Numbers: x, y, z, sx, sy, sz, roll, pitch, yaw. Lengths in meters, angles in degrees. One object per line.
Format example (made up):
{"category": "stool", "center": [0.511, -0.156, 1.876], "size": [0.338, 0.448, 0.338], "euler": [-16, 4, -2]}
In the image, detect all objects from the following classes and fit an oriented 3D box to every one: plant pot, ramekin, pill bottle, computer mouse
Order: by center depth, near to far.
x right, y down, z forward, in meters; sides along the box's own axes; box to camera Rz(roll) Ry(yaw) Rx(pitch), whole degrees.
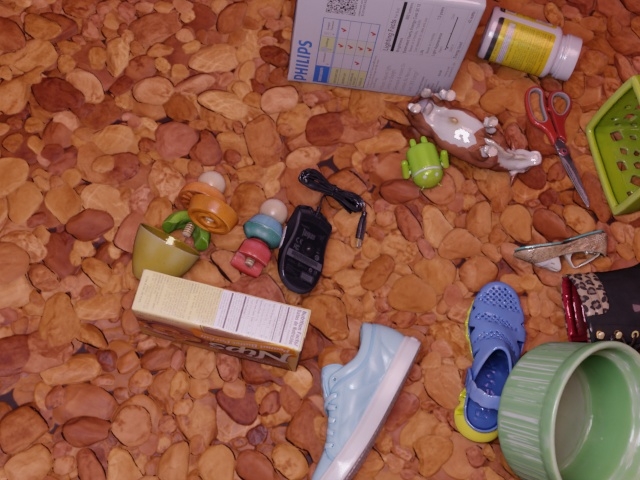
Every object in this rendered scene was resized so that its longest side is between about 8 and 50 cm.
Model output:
{"category": "ramekin", "center": [0.464, 0.327, 1.655], "size": [0.303, 0.148, 0.303], "euler": [-1, 92, -35]}
{"category": "plant pot", "center": [-0.317, 0.039, 1.783], "size": [0.134, 0.134, 0.095], "euler": [29, 92, 6]}
{"category": "computer mouse", "center": [0.000, 0.000, 1.841], "size": [0.184, 0.060, 0.262], "euler": [23, 67, -28]}
{"category": "plant pot", "center": [0.722, -0.203, 1.904], "size": [0.207, 0.228, 0.227], "euler": [-6, 69, -13]}
{"category": "pill bottle", "center": [0.465, -0.434, 2.019], "size": [0.208, 0.119, 0.119], "euler": [19, 69, 3]}

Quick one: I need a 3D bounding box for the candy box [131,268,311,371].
{"category": "candy box", "center": [-0.183, 0.154, 1.711], "size": [0.316, 0.183, 0.088], "euler": [13, 70, 0]}

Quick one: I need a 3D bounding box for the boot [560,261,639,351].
{"category": "boot", "center": [0.650, 0.204, 1.785], "size": [0.284, 0.138, 0.377], "euler": [-5, 66, -8]}

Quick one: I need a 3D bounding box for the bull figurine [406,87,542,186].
{"category": "bull figurine", "center": [0.315, -0.221, 1.905], "size": [0.310, 0.188, 0.101], "euler": [27, 85, 12]}

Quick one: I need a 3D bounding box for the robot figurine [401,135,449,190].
{"category": "robot figurine", "center": [0.221, -0.162, 1.924], "size": [0.101, 0.067, 0.115], "euler": [-13, 71, 0]}

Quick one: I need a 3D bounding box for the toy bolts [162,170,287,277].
{"category": "toy bolts", "center": [-0.164, -0.058, 1.797], "size": [0.228, 0.218, 0.158], "euler": [31, 63, -12]}

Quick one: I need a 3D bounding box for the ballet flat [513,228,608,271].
{"category": "ballet flat", "center": [0.503, 0.029, 1.879], "size": [0.206, 0.073, 0.067], "euler": [-12, 85, -5]}

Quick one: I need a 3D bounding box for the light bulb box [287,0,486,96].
{"category": "light bulb box", "center": [0.129, -0.491, 1.885], "size": [0.361, 0.358, 0.225], "euler": [7, 67, -3]}

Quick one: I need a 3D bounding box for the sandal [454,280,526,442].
{"category": "sandal", "center": [0.340, 0.225, 1.755], "size": [0.126, 0.138, 0.317], "euler": [8, 67, 1]}

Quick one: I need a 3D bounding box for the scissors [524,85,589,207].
{"category": "scissors", "center": [0.517, -0.208, 1.995], "size": [0.109, 0.021, 0.297], "euler": [-1, 71, -8]}

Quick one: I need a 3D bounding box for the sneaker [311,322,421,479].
{"category": "sneaker", "center": [0.049, 0.316, 1.709], "size": [0.150, 0.135, 0.366], "euler": [26, 61, 13]}
